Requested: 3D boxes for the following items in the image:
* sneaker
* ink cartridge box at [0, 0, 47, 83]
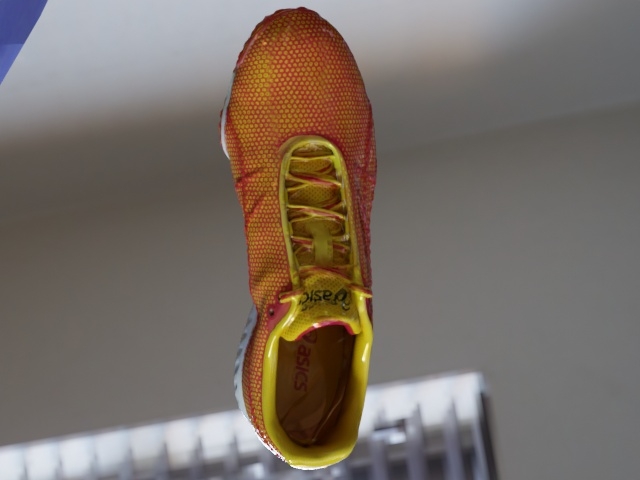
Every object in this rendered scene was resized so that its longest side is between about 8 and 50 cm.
[{"bbox_3d":[0.000,0.000,0.709,0.067,0.064,0.175,-152,56,-69],"label":"sneaker"},{"bbox_3d":[-0.195,0.051,0.266,0.151,0.395,0.270,58,162,18],"label":"ink cartridge box"}]
